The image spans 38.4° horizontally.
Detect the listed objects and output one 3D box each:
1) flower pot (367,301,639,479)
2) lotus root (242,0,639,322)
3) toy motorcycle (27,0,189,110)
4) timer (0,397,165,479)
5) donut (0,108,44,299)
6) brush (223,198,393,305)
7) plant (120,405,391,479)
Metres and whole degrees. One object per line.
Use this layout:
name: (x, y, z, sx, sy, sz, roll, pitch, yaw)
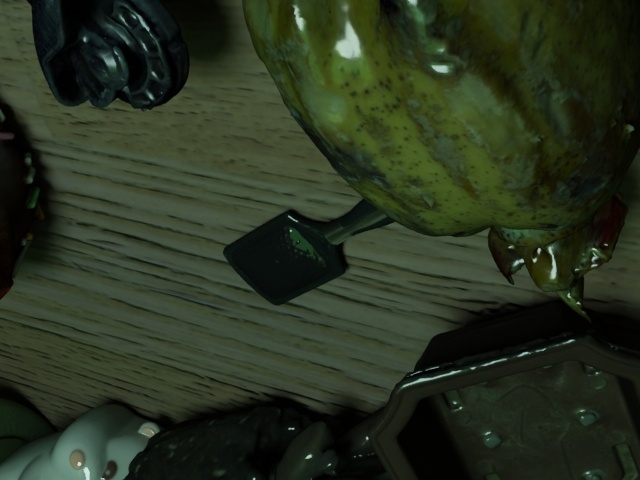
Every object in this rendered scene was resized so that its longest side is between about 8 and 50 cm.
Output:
flower pot: (0.148, 0.142, 0.609, 0.178, 0.084, 0.251, -18, 120, 18)
lotus root: (0.076, -0.070, 0.425, 0.154, 0.154, 0.278, -7, 142, 36)
toy motorcycle: (-0.147, -0.225, 0.437, 0.212, 0.125, 0.359, 29, 138, 17)
timer: (-0.280, 0.270, 0.927, 0.315, 0.291, 0.291, -22, 118, 17)
donut: (-0.340, -0.058, 0.727, 0.269, 0.103, 0.270, 19, 139, 18)
brush: (0.000, 0.000, 0.635, 0.063, 0.016, 0.193, 45, 138, -15)
plant: (-0.019, 0.232, 0.766, 0.320, 0.194, 0.182, -3, 141, 39)
